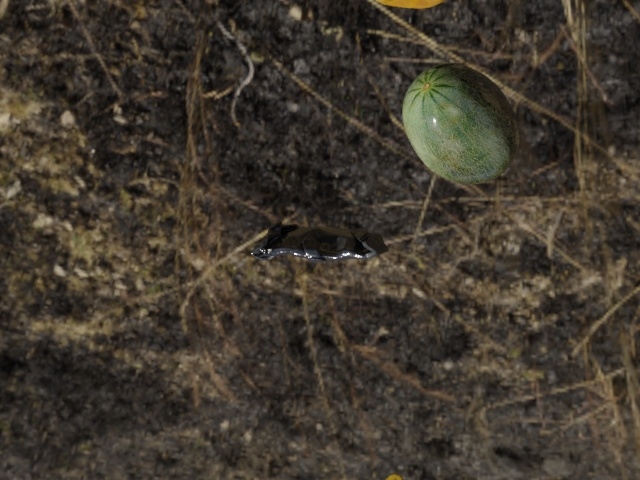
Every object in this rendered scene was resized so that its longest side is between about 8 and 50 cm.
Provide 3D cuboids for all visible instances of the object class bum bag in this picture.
[{"bbox_3d":[0.000,0.000,1.105,0.197,0.087,0.049,2,108,18],"label":"bum bag"}]

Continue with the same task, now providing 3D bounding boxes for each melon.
[{"bbox_3d":[0.158,-0.124,0.868,0.114,0.114,0.167,-15,140,33],"label":"melon"}]

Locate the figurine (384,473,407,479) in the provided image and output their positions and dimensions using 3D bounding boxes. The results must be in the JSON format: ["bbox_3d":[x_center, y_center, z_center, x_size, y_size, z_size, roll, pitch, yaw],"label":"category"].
[{"bbox_3d":[0.162,0.407,1.063,0.246,0.131,0.156,49,178,-26],"label":"figurine"}]

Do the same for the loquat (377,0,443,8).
[{"bbox_3d":[0.108,-0.338,0.955,0.137,0.137,0.113,-7,103,23],"label":"loquat"}]
